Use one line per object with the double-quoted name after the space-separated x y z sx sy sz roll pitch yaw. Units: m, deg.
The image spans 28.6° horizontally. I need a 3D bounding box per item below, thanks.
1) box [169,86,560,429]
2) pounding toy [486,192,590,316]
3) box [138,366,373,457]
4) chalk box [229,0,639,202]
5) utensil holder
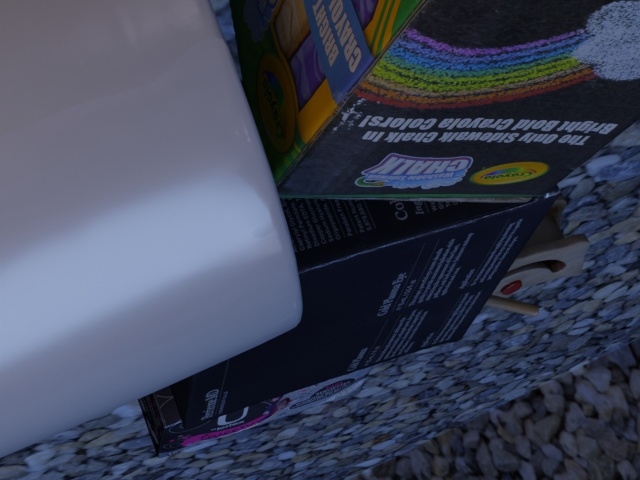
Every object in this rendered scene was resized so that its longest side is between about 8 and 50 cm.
0.000 0.000 1.155 0.313 0.178 0.343 -17 159 -17 "box"
0.217 0.057 1.552 0.270 0.154 0.154 -13 153 -24 "pounding toy"
-0.082 0.113 1.370 0.247 0.163 0.142 -17 160 -15 "box"
0.063 -0.132 0.646 0.180 0.179 0.289 0 157 -26 "chalk box"
-0.243 -0.023 0.657 0.386 0.327 0.327 -22 160 -9 "utensil holder"
